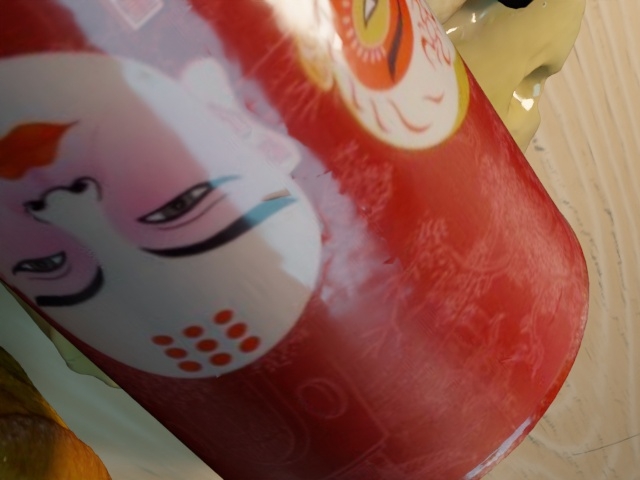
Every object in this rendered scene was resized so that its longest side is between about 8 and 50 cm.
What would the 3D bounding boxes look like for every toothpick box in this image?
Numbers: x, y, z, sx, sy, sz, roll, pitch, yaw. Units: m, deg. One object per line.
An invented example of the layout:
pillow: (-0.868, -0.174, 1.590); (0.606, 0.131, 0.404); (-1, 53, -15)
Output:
toothpick box: (-0.053, -0.054, 0.476); (0.204, 0.204, 0.333); (-44, 125, -5)

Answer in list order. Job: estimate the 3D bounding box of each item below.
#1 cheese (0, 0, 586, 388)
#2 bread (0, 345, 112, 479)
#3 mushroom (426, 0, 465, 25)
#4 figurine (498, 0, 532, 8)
cheese: (0.001, -0.001, 0.796); (0.384, 0.104, 0.384); (-30, 143, -25)
bread: (-0.244, 0.163, 0.657); (0.268, 0.145, 0.268); (-27, 143, -22)
mushroom: (0.005, -0.163, 0.595); (0.166, 0.127, 0.166); (2, 133, 2)
figurine: (0.138, -0.244, 0.627); (0.145, 0.145, 0.222); (-30, 120, -26)
